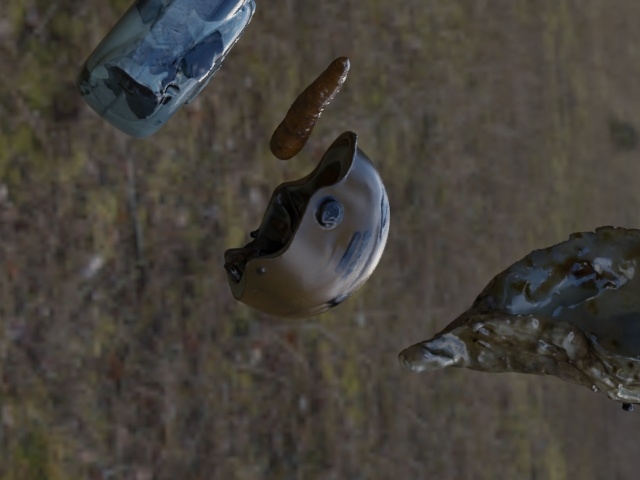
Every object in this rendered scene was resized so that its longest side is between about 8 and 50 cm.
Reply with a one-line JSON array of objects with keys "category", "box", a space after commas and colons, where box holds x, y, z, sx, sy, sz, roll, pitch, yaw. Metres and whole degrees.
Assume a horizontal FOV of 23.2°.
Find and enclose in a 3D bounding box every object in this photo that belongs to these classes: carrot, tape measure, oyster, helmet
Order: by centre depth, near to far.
[{"category": "oyster", "box": [0.285, 0.080, 1.462, 0.204, 0.396, 0.111, -67, 161, -49]}, {"category": "carrot", "box": [-0.011, -0.138, 1.610, 0.165, 0.035, 0.036, 126, -20, -45]}, {"category": "helmet", "box": [0.000, 0.000, 1.735, 0.130, 0.224, 0.198, 44, -8, -15]}, {"category": "tape measure", "box": [-0.203, -0.257, 2.071, 0.256, 0.147, 0.275, -50, -171, -6]}]
